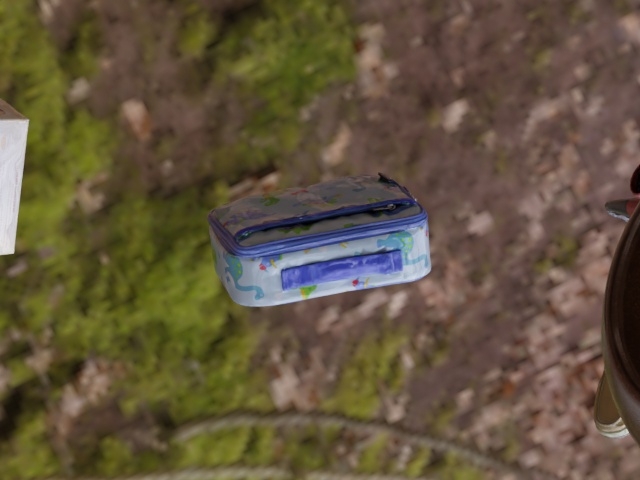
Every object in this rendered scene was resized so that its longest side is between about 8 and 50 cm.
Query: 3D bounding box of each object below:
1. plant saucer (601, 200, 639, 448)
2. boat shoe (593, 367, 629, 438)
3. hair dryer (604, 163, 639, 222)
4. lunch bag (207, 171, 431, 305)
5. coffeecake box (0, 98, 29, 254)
[{"bbox_3d":[0.309,0.025,1.352,0.050,0.310,0.311,25,144,-33],"label":"plant saucer"},{"bbox_3d":[0.351,0.132,2.148,0.068,0.072,0.190,5,-124,33],"label":"boat shoe"},{"bbox_3d":[0.363,-0.010,1.851,0.224,0.080,0.293,10,167,23],"label":"hair dryer"},{"bbox_3d":[0.000,0.000,1.980,0.219,0.090,0.176,-10,-160,-10],"label":"lunch bag"},{"bbox_3d":[-0.383,-0.057,1.809,0.185,0.142,0.068,-5,-156,-35],"label":"coffeecake box"}]
